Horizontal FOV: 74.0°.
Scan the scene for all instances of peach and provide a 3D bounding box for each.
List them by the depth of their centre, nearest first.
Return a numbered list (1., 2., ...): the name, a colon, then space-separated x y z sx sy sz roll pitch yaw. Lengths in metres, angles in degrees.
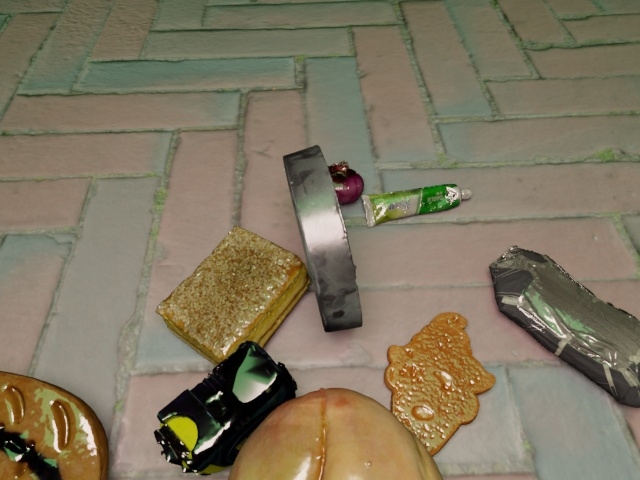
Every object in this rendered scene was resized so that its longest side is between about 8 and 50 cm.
1. peach: 0.018 0.336 0.534 0.293 0.247 0.292 -7 71 21

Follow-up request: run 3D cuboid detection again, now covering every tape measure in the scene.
1. tape measure: -0.130 0.255 0.633 0.199 0.186 0.112 -37 57 -17

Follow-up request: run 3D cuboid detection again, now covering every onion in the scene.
1. onion: 0.041 -0.132 0.950 0.115 0.104 0.115 6 40 -5

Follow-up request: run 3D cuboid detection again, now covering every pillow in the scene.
1. pillow: 0.449 0.139 0.756 0.162 0.092 0.335 -36 61 -28

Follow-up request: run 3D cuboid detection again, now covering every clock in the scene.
1. clock: 0.001 -0.001 0.728 0.066 0.318 0.318 -13 56 -3

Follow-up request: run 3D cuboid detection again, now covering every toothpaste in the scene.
1. toothpaste: 0.217 -0.086 0.948 0.248 0.047 0.078 -10 81 -5

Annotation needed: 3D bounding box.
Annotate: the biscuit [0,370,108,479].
1. biscuit: -0.496 0.346 0.593 0.368 0.063 0.313 11 72 1

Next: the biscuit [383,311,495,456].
1. biscuit: 0.192 0.245 0.718 0.183 0.043 0.280 18 62 18

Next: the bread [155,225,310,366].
1. bread: -0.151 0.106 0.784 0.184 0.110 0.234 25 60 25
